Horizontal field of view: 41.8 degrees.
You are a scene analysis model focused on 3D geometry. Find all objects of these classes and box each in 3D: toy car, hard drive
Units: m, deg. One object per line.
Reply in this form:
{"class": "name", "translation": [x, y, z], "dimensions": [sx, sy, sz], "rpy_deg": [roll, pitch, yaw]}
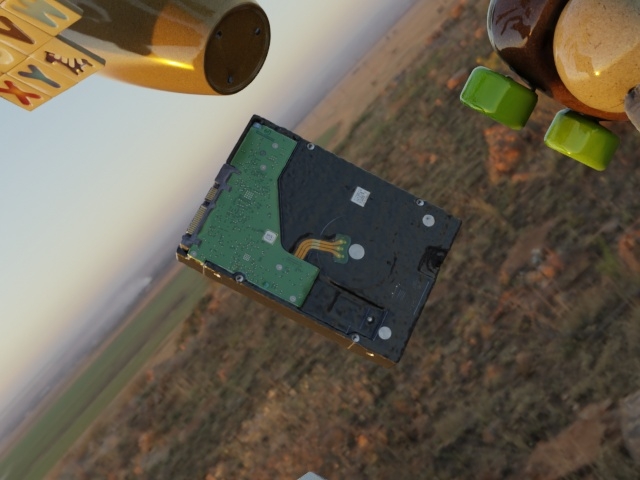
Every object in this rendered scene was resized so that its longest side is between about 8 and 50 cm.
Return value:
{"class": "toy car", "translation": [0.200, -0.119, 0.527], "dimensions": [0.155, 0.149, 0.188], "rpy_deg": [-64, 20, 13]}
{"class": "hard drive", "translation": [0.000, 0.000, 1.178], "dimensions": [0.237, 0.338, 0.064], "rpy_deg": [-64, 1, -19]}

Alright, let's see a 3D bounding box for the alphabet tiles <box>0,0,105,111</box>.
{"class": "alphabet tiles", "translation": [-0.390, -0.221, 0.785], "dimensions": [0.285, 0.342, 0.011], "rpy_deg": [-12, 60, 45]}

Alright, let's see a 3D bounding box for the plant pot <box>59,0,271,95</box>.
{"class": "plant pot", "translation": [-0.195, -0.284, 1.069], "dimensions": [0.237, 0.254, 0.237], "rpy_deg": [-38, -35, -32]}

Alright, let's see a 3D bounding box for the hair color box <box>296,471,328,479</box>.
{"class": "hair color box", "translation": [-0.072, 0.387, 0.835], "dimensions": [0.374, 0.113, 0.185], "rpy_deg": [-7, -64, -65]}
